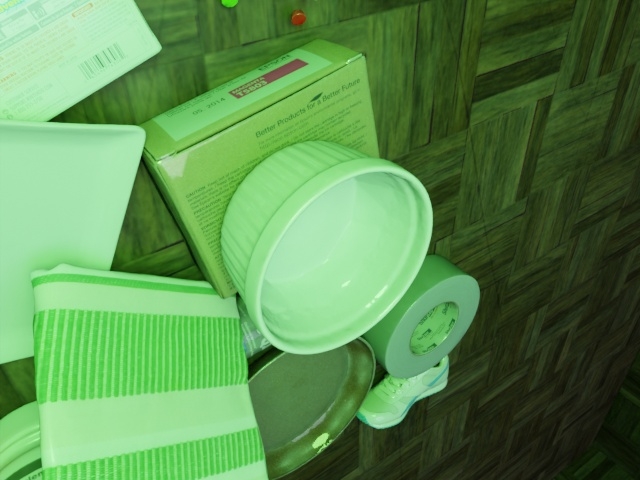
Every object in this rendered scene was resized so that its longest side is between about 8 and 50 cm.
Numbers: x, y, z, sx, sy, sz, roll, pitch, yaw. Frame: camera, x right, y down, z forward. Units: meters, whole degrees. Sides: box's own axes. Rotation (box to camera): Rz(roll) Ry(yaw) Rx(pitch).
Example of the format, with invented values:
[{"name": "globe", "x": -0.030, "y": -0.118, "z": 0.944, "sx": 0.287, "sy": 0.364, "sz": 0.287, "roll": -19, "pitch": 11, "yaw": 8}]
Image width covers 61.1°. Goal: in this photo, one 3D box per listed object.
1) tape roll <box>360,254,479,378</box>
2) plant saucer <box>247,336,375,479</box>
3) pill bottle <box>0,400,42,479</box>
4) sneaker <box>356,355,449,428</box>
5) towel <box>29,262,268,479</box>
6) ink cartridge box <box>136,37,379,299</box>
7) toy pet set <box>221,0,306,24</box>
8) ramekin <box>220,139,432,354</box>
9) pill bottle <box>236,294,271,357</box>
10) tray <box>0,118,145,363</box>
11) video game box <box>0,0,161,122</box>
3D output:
[{"name": "tape roll", "x": 0.176, "y": 0.135, "z": 0.951, "sx": 0.219, "sy": 0.072, "sz": 0.219, "roll": -22, "pitch": 132, "yaw": -28}, {"name": "plant saucer", "x": -0.045, "y": 0.263, "z": 0.877, "sx": 0.311, "sy": 0.050, "sz": 0.310, "roll": -22, "pitch": 132, "yaw": -26}, {"name": "pill bottle", "x": -0.255, "y": 0.309, "z": 0.556, "sx": 0.161, "sy": 0.283, "sz": 0.161, "roll": -22, "pitch": 132, "yaw": -27}, {"name": "sneaker", "x": 0.156, "y": 0.270, "z": 1.034, "sx": 0.229, "sy": 0.087, "sz": 0.092, "roll": -24, "pitch": 127, "yaw": -35}, {"name": "towel", "x": -0.146, "y": 0.185, "z": 0.511, "sx": 0.038, "sy": 0.324, "sz": 0.248, "roll": -26, "pitch": 157, "yaw": 29}, {"name": "ink cartridge box", "x": -0.053, "y": -0.078, "z": 0.587, "sx": 0.235, "sy": 0.088, "sz": 0.193, "roll": -31, "pitch": 134, "yaw": -18}, {"name": "toy pet set", "x": -0.047, "y": -0.270, "z": 0.488, "sx": 0.122, "sy": 0.065, "sz": 0.114, "roll": 0, "pitch": 154, "yaw": -37}, {"name": "ramekin", "x": 0.000, "y": 0.000, "z": 0.542, "sx": 0.207, "sy": 0.109, "sz": 0.207, "roll": -22, "pitch": 131, "yaw": -27}, {"name": "pill bottle", "x": -0.075, "y": 0.098, "z": 0.706, "sx": 0.137, "sy": 0.078, "sz": 0.078, "roll": -27, "pitch": 134, "yaw": -23}, {"name": "tray", "x": -0.257, "y": 0.008, "z": 0.486, "sx": 0.145, "sy": 0.030, "sz": 0.270, "roll": -8, "pitch": 134, "yaw": -45}, {"name": "video game box", "x": -0.249, "y": -0.169, "z": 0.383, "sx": 0.205, "sy": 0.048, "sz": 0.187, "roll": -37, "pitch": 140, "yaw": -13}]
